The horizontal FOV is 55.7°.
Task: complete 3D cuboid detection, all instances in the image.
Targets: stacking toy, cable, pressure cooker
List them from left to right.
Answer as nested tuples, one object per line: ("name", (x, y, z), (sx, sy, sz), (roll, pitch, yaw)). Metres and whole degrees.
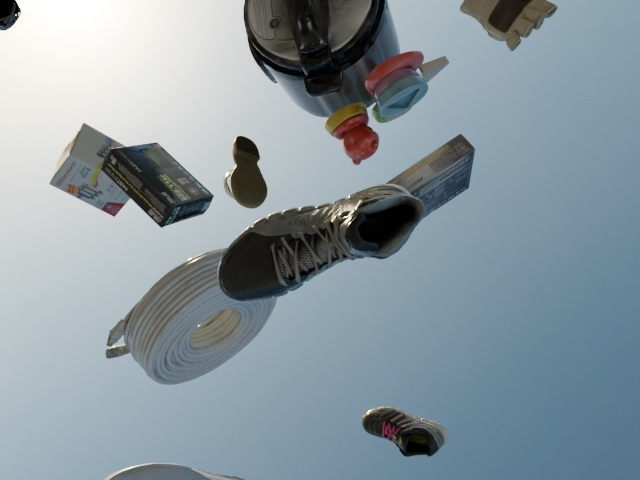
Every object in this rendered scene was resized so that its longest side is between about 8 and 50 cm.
("cable", (-0.190, 0.125, 0.996), (0.257, 0.257, 0.089), (-51, -119, 16))
("pressure cooker", (0.005, -0.555, 1.562), (0.370, 0.420, 0.375), (39, -89, 18))
("stacking toy", (0.195, -0.329, 1.532), (0.309, 0.279, 0.130), (-42, -108, 50))

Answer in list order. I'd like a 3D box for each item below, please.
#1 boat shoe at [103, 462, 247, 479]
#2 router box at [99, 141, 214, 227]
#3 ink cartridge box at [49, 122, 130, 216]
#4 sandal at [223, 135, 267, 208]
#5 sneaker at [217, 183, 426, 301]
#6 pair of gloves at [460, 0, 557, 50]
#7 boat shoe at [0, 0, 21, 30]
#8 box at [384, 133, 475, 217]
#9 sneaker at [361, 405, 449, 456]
("boat shoe", (-0.185, 0.398, 0.883), (0.119, 0.335, 0.121), (-20, -125, 43))
("router box", (-0.217, -0.078, 0.813), (0.122, 0.092, 0.038), (42, -62, 10))
("ink cartridge box", (-0.547, -0.173, 1.494), (0.128, 0.176, 0.127), (-38, -145, 34))
("sandal", (-0.175, -0.128, 1.337), (0.079, 0.088, 0.240), (-50, -147, 34))
("sneaker", (0.000, 0.000, 0.603), (0.228, 0.086, 0.132), (-25, -174, -4))
("pair of gloves", (0.335, -0.441, 0.970), (0.240, 0.042, 0.204), (-55, -139, 28))
("boat shoe", (-0.485, -0.345, 0.893), (0.066, 0.066, 0.183), (-55, -173, -4))
("box", (0.248, -0.124, 1.419), (0.231, 0.183, 0.056), (-34, -115, -6))
("sneaker", (0.153, 0.365, 1.146), (0.170, 0.075, 0.063), (10, -75, 22))
